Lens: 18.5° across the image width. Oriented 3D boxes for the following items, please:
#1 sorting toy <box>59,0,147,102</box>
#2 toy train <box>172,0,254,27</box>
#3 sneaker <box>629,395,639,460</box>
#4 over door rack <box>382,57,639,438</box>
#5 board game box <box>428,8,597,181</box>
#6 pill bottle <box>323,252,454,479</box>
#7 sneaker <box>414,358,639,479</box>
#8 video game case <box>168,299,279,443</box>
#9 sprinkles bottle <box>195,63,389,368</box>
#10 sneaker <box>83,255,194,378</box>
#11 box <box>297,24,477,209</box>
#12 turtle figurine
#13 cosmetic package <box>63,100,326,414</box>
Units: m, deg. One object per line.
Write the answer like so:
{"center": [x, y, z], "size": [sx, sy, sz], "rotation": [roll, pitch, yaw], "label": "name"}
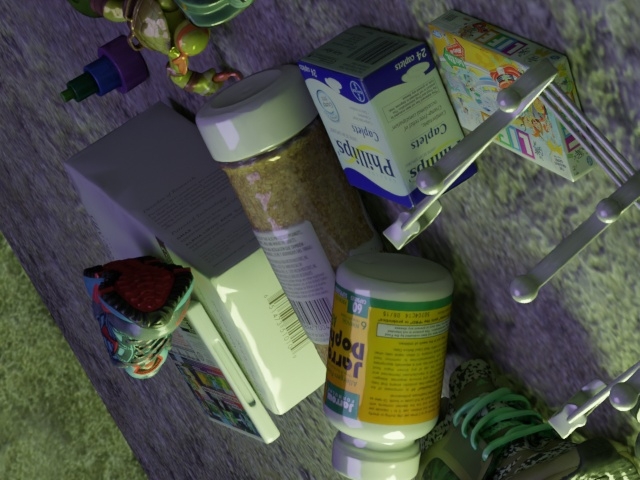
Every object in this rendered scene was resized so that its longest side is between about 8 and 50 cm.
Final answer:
{"center": [-0.345, -0.323, 2.369], "size": [0.365, 0.126, 0.127], "rotation": [64, 161, -16], "label": "sorting toy"}
{"center": [-0.119, -0.276, 1.674], "size": [0.190, 0.142, 0.334], "rotation": [49, 179, -6], "label": "toy train"}
{"center": [0.303, 0.176, 1.632], "size": [0.089, 0.051, 0.170], "rotation": [46, 163, 31], "label": "sneaker"}
{"center": [0.172, 0.028, 1.541], "size": [0.239, 0.108, 0.324], "rotation": [49, 155, 6], "label": "over door rack"}
{"center": [0.152, -0.117, 1.568], "size": [0.154, 0.026, 0.103], "rotation": [32, 150, 53], "label": "board game box"}
{"center": [0.063, 0.126, 1.931], "size": [0.117, 0.117, 0.208], "rotation": [30, 118, 55], "label": "pill bottle"}
{"center": [0.165, 0.204, 1.919], "size": [0.410, 0.158, 0.182], "rotation": [147, 108, -67], "label": "sneaker"}
{"center": [-0.133, 0.142, 2.269], "size": [0.183, 0.023, 0.201], "rotation": [60, 162, -15], "label": "video game case"}
{"center": [0.000, 0.000, 2.009], "size": [0.121, 0.121, 0.355], "rotation": [18, 137, 63], "label": "sprinkles bottle"}
{"center": [-0.187, 0.090, 2.146], "size": [0.262, 0.104, 0.125], "rotation": [-152, 49, -76], "label": "sneaker"}
{"center": [0.058, -0.110, 1.752], "size": [0.126, 0.072, 0.137], "rotation": [25, 144, 60], "label": "box"}
{"center": [-0.176, -0.237, 2.128], "size": [0.217, 0.087, 0.269], "rotation": [39, 155, 44], "label": "turtle figurine"}
{"center": [-0.123, 0.011, 2.292], "size": [0.385, 0.156, 0.217], "rotation": [31, 151, 52], "label": "cosmetic package"}
